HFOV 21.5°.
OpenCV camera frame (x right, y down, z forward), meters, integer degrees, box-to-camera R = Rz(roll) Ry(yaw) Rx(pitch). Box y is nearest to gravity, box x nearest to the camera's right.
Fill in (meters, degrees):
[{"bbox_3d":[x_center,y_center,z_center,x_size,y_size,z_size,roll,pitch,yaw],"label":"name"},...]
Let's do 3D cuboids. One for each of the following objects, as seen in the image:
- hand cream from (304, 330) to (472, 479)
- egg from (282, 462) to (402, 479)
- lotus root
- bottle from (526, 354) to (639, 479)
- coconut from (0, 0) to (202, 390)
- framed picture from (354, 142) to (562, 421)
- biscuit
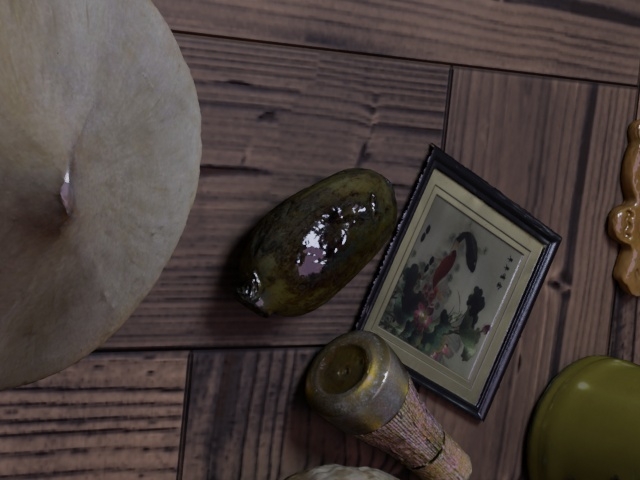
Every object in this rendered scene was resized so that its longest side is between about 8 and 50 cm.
[{"bbox_3d":[0.072,0.160,1.461,0.203,0.084,0.084,45,70,-40],"label":"hand cream"},{"bbox_3d":[0.024,0.277,1.367,0.233,0.195,0.195,28,80,-51],"label":"egg"},{"bbox_3d":[0.000,0.000,1.368,0.179,0.080,0.089,-39,120,-28],"label":"lotus root"},{"bbox_3d":[0.364,0.220,1.525,0.171,0.351,0.171,-8,104,-37],"label":"bottle"},{"bbox_3d":[-0.225,-0.053,1.023,0.329,0.329,0.328,-8,103,-38],"label":"coconut"},{"bbox_3d":[0.125,0.042,1.522,0.199,0.010,0.195,32,77,-38],"label":"framed picture"},{"bbox_3d":[0.339,-0.032,1.672,0.133,0.027,0.184,16,88,-38],"label":"biscuit"}]
